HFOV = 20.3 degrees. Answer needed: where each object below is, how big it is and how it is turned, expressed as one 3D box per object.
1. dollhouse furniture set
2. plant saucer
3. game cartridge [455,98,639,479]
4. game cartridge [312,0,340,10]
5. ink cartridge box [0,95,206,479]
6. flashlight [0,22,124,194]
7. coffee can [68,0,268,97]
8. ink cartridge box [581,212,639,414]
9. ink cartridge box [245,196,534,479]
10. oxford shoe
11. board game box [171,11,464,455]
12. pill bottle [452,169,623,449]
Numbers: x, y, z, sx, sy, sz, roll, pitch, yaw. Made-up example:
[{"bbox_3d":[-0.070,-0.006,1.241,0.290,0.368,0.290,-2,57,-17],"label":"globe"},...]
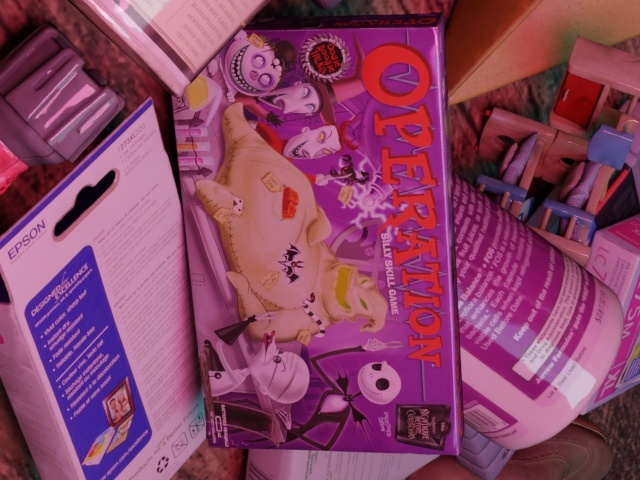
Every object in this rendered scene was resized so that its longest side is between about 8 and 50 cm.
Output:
[{"bbox_3d":[0.195,-0.071,1.557,0.184,0.129,0.129,102,9,-54],"label":"dollhouse furniture set"},{"bbox_3d":[0.270,-0.258,1.487,0.332,0.081,0.333,-23,168,-31],"label":"plant saucer"},{"bbox_3d":[0.238,0.053,1.772,0.355,0.068,0.230,-51,153,-14],"label":"game cartridge"},{"bbox_3d":[0.070,-0.330,1.339,0.294,0.060,0.196,-43,146,-7],"label":"game cartridge"},{"bbox_3d":[-0.168,0.067,1.385,0.176,0.069,0.371,-48,149,-30],"label":"ink cartridge box"},{"bbox_3d":[-0.265,-0.013,1.236,0.304,0.103,0.103,-43,-173,0],"label":"flashlight"},{"bbox_3d":[-0.069,-0.258,1.141,0.275,0.201,0.201,-47,143,-2],"label":"coffee can"},{"bbox_3d":[0.353,0.048,1.829,0.311,0.065,0.186,-21,134,-50],"label":"ink cartridge box"},{"bbox_3d":[0.062,0.120,1.710,0.307,0.072,0.304,-29,139,-38],"label":"ink cartridge box"},{"bbox_3d":[0.217,0.275,1.949,0.348,0.130,0.123,-5,125,-42],"label":"oxford shoe"},{"bbox_3d":[0.000,0.000,1.371,0.208,0.056,0.347,-2,111,9],"label":"board game box"},{"bbox_3d":[0.091,0.030,1.491,0.301,0.169,0.169,36,96,-16],"label":"pill bottle"}]
